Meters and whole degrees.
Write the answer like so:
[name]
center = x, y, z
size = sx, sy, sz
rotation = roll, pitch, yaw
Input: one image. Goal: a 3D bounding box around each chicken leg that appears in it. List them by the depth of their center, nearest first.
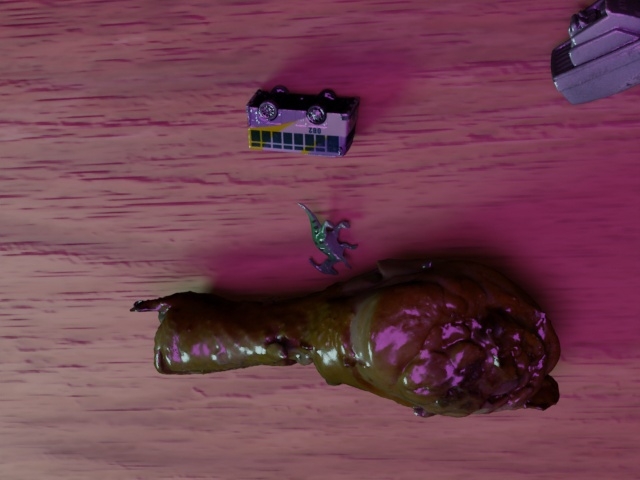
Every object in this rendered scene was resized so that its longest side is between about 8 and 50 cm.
[chicken leg]
center = 0.017, 0.094, 1.720
size = 0.429, 0.201, 0.153
rotation = -1, 85, 19

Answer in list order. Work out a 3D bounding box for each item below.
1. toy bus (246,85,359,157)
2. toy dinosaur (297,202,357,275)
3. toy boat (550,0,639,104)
[toy bus]
center = -0.016, -0.111, 1.683
size = 0.102, 0.052, 0.058
rotation = 6, 117, 12
[toy dinosaur]
center = 0.000, 0.000, 1.747
size = 0.083, 0.021, 0.062
rotation = 35, 129, -5
[toy boat]
center = 0.318, -0.204, 1.551
size = 0.260, 0.078, 0.085
rotation = -25, 120, 24
